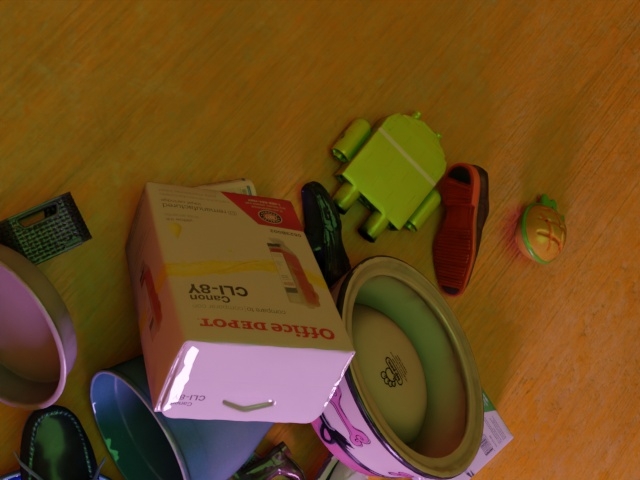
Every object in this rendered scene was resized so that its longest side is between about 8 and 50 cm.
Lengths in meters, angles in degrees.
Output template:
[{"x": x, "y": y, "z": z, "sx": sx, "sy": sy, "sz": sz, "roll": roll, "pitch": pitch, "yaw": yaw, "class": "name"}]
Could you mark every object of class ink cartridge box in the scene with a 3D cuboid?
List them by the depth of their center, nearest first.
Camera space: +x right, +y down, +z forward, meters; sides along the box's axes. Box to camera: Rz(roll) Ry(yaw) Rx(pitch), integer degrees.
[{"x": -0.143, "y": 0.092, "z": 1.414, "sx": 0.279, "sy": 0.385, "sz": 0.160, "roll": 7, "pitch": 126, "yaw": -27, "class": "ink cartridge box"}, {"x": 0.257, "y": 0.396, "z": 1.747, "sx": 0.208, "sy": 0.087, "sz": 0.153, "roll": -37, "pitch": 102, "yaw": -19, "class": "ink cartridge box"}]

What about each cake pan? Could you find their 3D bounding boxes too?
[{"x": -0.490, "y": 0.126, "z": 1.348, "sx": 0.293, "sy": 0.293, "sz": 0.054, "roll": 61, "pitch": 38, "yaw": -11, "class": "cake pan"}]

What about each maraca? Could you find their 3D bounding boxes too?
[{"x": 0.473, "y": -0.025, "z": 1.849, "sx": 0.185, "sy": 0.099, "sz": 0.127, "roll": -42, "pitch": 108, "yaw": -45, "class": "maraca"}]

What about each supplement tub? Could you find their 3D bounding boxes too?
[{"x": -0.174, "y": -0.072, "z": 1.582, "sx": 0.107, "sy": 0.071, "sz": 0.071, "roll": -10, "pitch": 93, "yaw": -22, "class": "supplement tub"}]

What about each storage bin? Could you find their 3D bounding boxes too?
[{"x": -0.449, "y": -0.013, "z": 1.403, "sx": 0.122, "sy": 0.180, "sz": 0.084, "roll": -27, "pitch": 100, "yaw": -21, "class": "storage bin"}]

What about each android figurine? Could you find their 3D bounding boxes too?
[{"x": 0.139, "y": -0.136, "z": 1.727, "sx": 0.248, "sy": 0.056, "sz": 0.273, "roll": 41, "pitch": 74, "yaw": -17, "class": "android figurine"}]

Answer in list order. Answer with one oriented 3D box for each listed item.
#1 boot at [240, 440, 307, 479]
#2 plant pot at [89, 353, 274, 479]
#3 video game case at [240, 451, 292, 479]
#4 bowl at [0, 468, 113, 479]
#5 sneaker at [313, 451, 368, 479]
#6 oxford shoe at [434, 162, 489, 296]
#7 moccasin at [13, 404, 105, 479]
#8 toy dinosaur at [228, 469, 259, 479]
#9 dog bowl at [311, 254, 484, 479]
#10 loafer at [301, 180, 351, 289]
[{"x": -0.090, "y": 0.439, "z": 1.599, "sx": 0.114, "sy": 0.037, "sz": 0.106, "roll": -35, "pitch": 103, "yaw": -17, "class": "boot"}, {"x": -0.205, "y": 0.282, "z": 1.473, "sx": 0.255, "sy": 0.271, "sz": 0.272, "roll": -28, "pitch": 100, "yaw": -37, "class": "plant pot"}, {"x": -0.139, "y": 0.505, "z": 1.608, "sx": 0.285, "sy": 0.025, "sz": 0.204, "roll": 42, "pitch": 74, "yaw": -17, "class": "video game case"}, {"x": -0.459, "y": 0.561, "z": 1.442, "sx": 0.391, "sy": 0.077, "sz": 0.391, "roll": 0, "pitch": 89, "yaw": -23, "class": "bowl"}, {"x": 0.052, "y": 0.435, "z": 1.638, "sx": 0.095, "sy": 0.090, "sz": 0.235, "roll": 35, "pitch": 68, "yaw": 3, "class": "sneaker"}, {"x": 0.301, "y": -0.019, "z": 1.775, "sx": 0.098, "sy": 0.097, "sz": 0.271, "roll": 0, "pitch": 101, "yaw": -46, "class": "oxford shoe"}, {"x": -0.388, "y": 0.429, "z": 1.370, "sx": 0.138, "sy": 0.117, "sz": 0.342, "roll": -12, "pitch": 93, "yaw": -23, "class": "moccasin"}, {"x": -0.111, "y": 0.487, "z": 1.539, "sx": 0.268, "sy": 0.064, "sz": 0.118, "roll": 37, "pitch": 82, "yaw": -4, "class": "toy dinosaur"}, {"x": 0.118, "y": 0.240, "z": 1.570, "sx": 0.408, "sy": 0.150, "sz": 0.408, "roll": 32, "pitch": 45, "yaw": -38, "class": "dog bowl"}, {"x": 0.000, "y": 0.000, "z": 1.652, "sx": 0.078, "sy": 0.076, "sz": 0.223, "roll": -19, "pitch": 100, "yaw": -30, "class": "loafer"}]
